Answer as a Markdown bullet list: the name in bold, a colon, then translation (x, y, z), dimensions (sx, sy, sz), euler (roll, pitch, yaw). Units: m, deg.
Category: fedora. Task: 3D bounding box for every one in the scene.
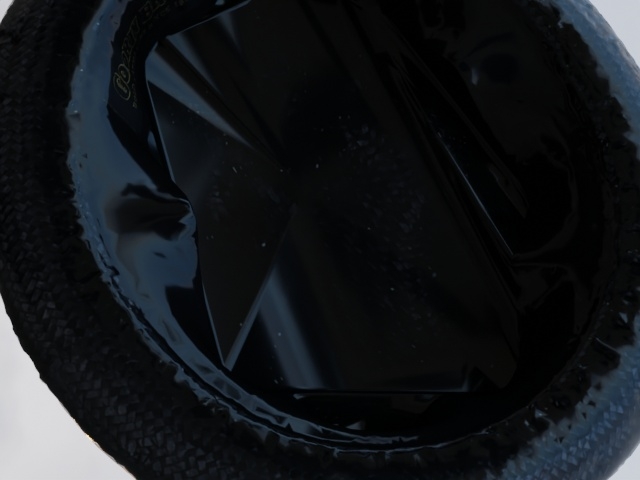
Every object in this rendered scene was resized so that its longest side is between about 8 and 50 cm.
- **fedora**: translation (0.000, 0.000, 0.740), dimensions (0.152, 0.334, 0.334), euler (109, -20, -58)
